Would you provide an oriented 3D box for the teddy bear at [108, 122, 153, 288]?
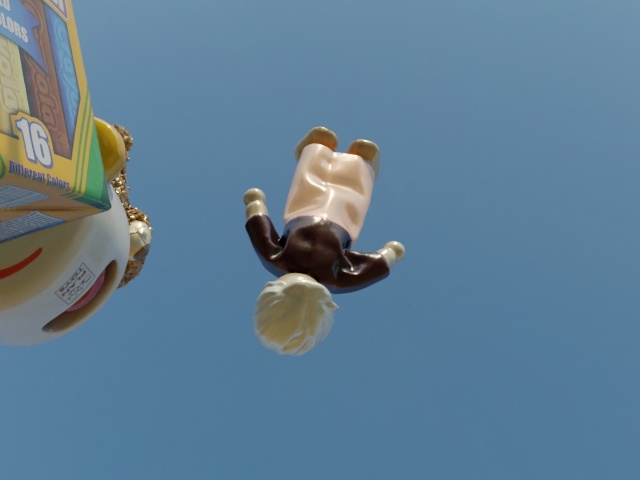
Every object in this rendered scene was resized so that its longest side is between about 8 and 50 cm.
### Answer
[{"bbox_3d":[-0.323,-0.081,1.139,0.113,0.245,0.338,-12,-79,15],"label":"teddy bear"}]

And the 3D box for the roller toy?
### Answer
[{"bbox_3d":[-0.274,-0.012,0.737,0.209,0.146,0.191,-5,-110,-1],"label":"roller toy"}]

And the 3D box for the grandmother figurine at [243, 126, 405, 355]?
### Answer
[{"bbox_3d":[0.000,0.000,1.014,0.208,0.104,0.342,11,-137,8],"label":"grandmother figurine"}]

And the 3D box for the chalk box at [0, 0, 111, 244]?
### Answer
[{"bbox_3d":[-0.284,-0.145,0.560,0.180,0.179,0.289,-15,-103,13],"label":"chalk box"}]
